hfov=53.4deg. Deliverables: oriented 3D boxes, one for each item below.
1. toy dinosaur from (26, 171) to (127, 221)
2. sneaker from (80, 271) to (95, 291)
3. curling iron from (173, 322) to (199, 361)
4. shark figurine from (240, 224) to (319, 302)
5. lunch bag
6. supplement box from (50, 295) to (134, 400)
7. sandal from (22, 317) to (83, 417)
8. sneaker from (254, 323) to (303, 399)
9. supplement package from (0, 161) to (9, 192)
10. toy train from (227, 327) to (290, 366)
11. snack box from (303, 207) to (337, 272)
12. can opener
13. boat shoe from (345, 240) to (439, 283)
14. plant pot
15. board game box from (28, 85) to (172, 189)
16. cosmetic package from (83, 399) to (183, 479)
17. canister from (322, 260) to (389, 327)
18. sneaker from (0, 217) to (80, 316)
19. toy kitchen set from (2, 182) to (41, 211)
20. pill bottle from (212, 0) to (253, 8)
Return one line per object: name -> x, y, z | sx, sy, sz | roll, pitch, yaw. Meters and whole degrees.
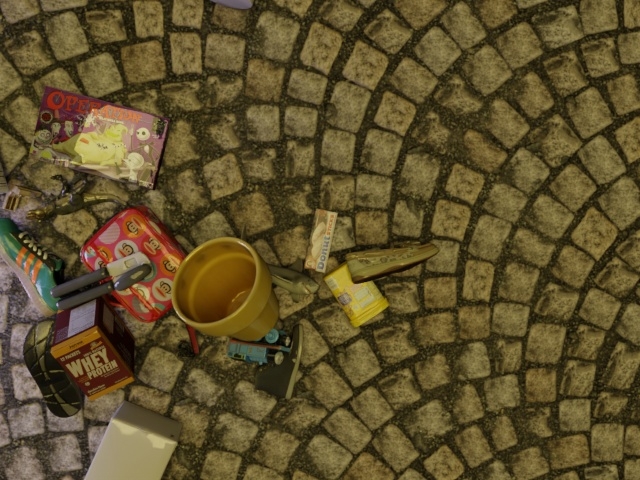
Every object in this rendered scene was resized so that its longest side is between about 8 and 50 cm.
toy dinosaur -> -0.684, -0.127, 1.765 | 0.269, 0.064, 0.118 | -11, 109, -4
sneaker -> -0.656, 0.133, 1.781 | 0.038, 0.069, 0.098 | 16, 93, -5
curling iron -> -0.376, 0.233, 1.766 | 0.068, 0.035, 0.273 | -13, 126, -25
shark figurine -> -0.113, 0.074, 1.818 | 0.278, 0.166, 0.116 | 29, 66, 11
lunch bag -> -0.507, 0.075, 1.769 | 0.258, 0.120, 0.293 | -41, 97, 4
supplement box -> -0.602, 0.279, 1.703 | 0.129, 0.194, 0.191 | -25, 121, -2
sandal -> -0.750, 0.357, 1.790 | 0.120, 0.086, 0.302 | -9, 110, -9
sneaker -> -0.118, 0.340, 1.829 | 0.118, 0.083, 0.221 | 13, 91, 0
supplement package -> -0.975, -0.201, 1.677 | 0.194, 0.149, 0.203 | -13, 95, 9
toy train -> -0.173, 0.297, 1.796 | 0.184, 0.080, 0.105 | 4, 78, 24
snack box -> 0.000, 0.000, 1.840 | 0.064, 0.022, 0.178 | 12, 93, -6
can opener -> -0.576, 0.111, 1.666 | 0.284, 0.095, 0.075 | -21, 99, 3
boat shoe -> 0.208, 0.044, 1.799 | 0.286, 0.104, 0.089 | -15, 75, -25
plant pot -> -0.227, 0.154, 1.696 | 0.254, 0.239, 0.253 | -11, 58, 17
board game box -> -0.608, -0.282, 1.766 | 0.347, 0.056, 0.208 | 14, 89, -5
cosmetic package -> -0.552, 0.667, 1.786 | 0.197, 0.155, 0.365 | 26, 92, -6
canister -> 0.100, 0.145, 1.834 | 0.126, 0.073, 0.169 | -34, 94, -2
sneaker -> -0.774, 0.055, 1.747 | 0.121, 0.108, 0.302 | -30, 100, 2
toy kitchen set -> -0.820, -0.109, 1.755 | 0.068, 0.083, 0.075 | 15, 94, -47
pill bottle -> -0.206, -0.836, 1.659 | 0.229, 0.229, 0.407 | 16, 93, -5
